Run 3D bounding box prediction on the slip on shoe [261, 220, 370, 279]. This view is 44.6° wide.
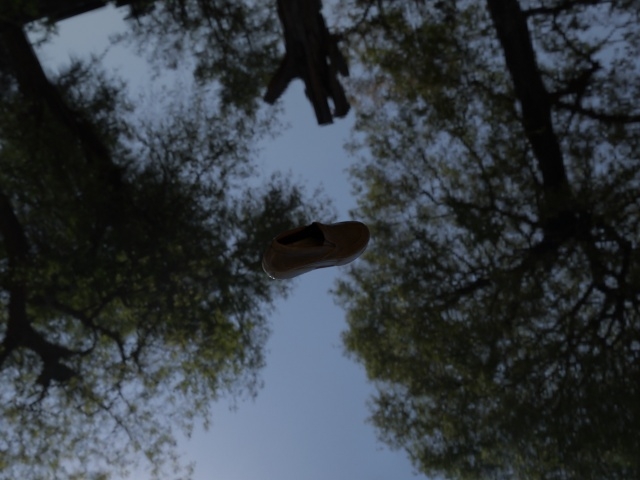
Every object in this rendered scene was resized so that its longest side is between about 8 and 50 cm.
[{"bbox_3d":[0.000,0.000,0.811,0.135,0.041,0.051,-16,-133,-32],"label":"slip on shoe"}]
